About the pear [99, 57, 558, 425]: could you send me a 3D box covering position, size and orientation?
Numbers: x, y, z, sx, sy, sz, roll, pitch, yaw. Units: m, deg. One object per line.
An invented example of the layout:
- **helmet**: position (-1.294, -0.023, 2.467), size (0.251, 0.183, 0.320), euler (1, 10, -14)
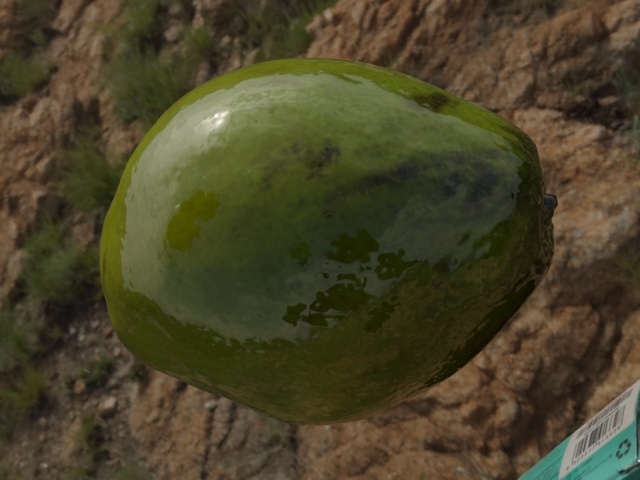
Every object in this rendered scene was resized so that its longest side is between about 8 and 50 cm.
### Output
- **pear**: position (0.000, 0.000, 0.510), size (0.269, 0.212, 0.212), euler (-12, 52, 19)

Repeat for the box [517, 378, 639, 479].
- **box**: position (0.337, 0.283, 0.764), size (0.205, 0.311, 0.118), euler (-56, -1, 41)
